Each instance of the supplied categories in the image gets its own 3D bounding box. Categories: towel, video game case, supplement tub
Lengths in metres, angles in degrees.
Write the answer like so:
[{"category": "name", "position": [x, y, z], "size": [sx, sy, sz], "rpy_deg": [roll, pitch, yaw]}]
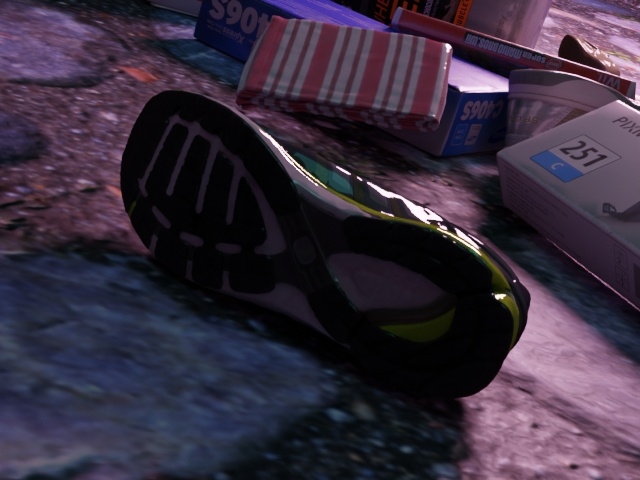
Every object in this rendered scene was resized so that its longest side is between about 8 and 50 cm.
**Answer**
[{"category": "towel", "position": [0.027, -0.161, 1.221], "size": [0.197, 0.029, 0.144], "rpy_deg": [10, 41, 6]}, {"category": "video game case", "position": [0.234, -0.194, 1.500], "size": [0.285, 0.025, 0.204], "rpy_deg": [20, -5, 15]}, {"category": "supplement tub", "position": [0.138, -0.353, 1.709], "size": [0.338, 0.207, 0.207], "rpy_deg": [23, 19, 13]}]

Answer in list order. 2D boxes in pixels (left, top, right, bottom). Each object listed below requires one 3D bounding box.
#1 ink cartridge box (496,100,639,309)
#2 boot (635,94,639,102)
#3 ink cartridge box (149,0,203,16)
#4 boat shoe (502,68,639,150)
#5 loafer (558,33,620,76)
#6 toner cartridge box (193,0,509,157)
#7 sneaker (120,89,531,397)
[{"category": "ink cartridge box", "position": [0.337, -0.041, 1.067], "size": [0.261, 0.066, 0.296], "rpy_deg": [-23, 34, -15]}, {"category": "boot", "position": [0.357, -0.162, 1.616], "size": [0.152, 0.073, 0.197], "rpy_deg": [2, 24, -21]}, {"category": "ink cartridge box", "position": [-0.125, -0.377, 1.538], "size": [0.148, 0.203, 0.086], "rpy_deg": [12, 18, -18]}, {"category": "boat shoe", "position": [0.317, -0.099, 1.355], "size": [0.320, 0.103, 0.118], "rpy_deg": [14, -2, -40]}, {"category": "loafer", "position": [0.440, -0.292, 2.066], "size": [0.050, 0.056, 0.148], "rpy_deg": [9, 31, -28]}, {"category": "toner cartridge box", "position": [0.043, -0.195, 1.385], "size": [0.348, 0.075, 0.165], "rpy_deg": [29, 23, 30]}, {"category": "sneaker", "position": [0.000, 0.000, 0.789], "size": [0.300, 0.111, 0.121], "rpy_deg": [33, 13, 22]}]
